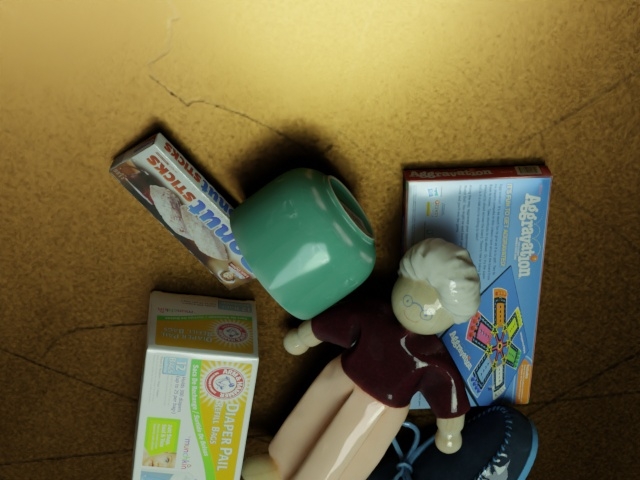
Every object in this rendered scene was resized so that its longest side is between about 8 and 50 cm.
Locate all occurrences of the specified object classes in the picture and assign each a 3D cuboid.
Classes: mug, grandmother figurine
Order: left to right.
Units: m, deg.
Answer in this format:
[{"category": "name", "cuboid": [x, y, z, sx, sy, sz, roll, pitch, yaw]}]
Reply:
[{"category": "mug", "cuboid": [-0.006, -0.006, 1.147, 0.097, 0.158, 0.129, -36, 93, 14]}, {"category": "grandmother figurine", "cuboid": [0.058, 0.142, 1.211, 0.208, 0.104, 0.342, 28, 116, -2]}]

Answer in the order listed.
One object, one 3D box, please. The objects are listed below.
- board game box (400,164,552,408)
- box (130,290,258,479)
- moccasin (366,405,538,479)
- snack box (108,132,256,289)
[{"category": "board game box", "cuboid": [0.154, 0.054, 1.244, 0.145, 0.027, 0.281, -1, 121, -2]}, {"category": "box", "cuboid": [-0.131, 0.166, 1.239, 0.114, 0.103, 0.203, 5, 120, -8]}, {"category": "moccasin", "cuboid": [0.087, 0.294, 1.319, 0.117, 0.138, 0.342, 38, 110, -19]}, {"category": "snack box", "cuboid": [-0.120, -0.025, 1.165, 0.064, 0.022, 0.178, -26, 121, 31]}]
